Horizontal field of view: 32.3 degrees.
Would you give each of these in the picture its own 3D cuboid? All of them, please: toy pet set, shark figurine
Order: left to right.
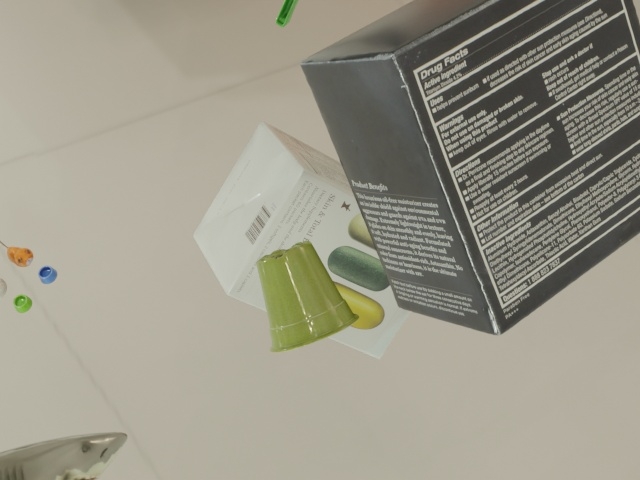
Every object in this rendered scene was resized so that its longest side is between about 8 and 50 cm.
[{"bbox_3d":[-0.253,0.154,0.639,0.166,0.278,0.116,-36,78,17],"label":"shark figurine"},{"bbox_3d":[-0.299,0.032,0.887,0.114,0.122,0.065,28,159,27],"label":"toy pet set"}]

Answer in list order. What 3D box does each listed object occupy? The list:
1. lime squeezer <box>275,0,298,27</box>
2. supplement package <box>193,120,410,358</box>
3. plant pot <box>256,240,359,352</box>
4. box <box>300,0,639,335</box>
[{"bbox_3d":[-0.003,-0.399,1.307,0.059,0.110,0.310,49,151,22],"label":"lime squeezer"},{"bbox_3d":[0.000,0.000,1.555,0.199,0.262,0.198,-58,30,11],"label":"supplement package"},{"bbox_3d":[-0.019,0.045,0.960,0.083,0.083,0.079,-12,101,55],"label":"plant pot"},{"bbox_3d":[0.184,-0.114,1.127,0.182,0.296,0.294,12,129,58],"label":"box"}]
